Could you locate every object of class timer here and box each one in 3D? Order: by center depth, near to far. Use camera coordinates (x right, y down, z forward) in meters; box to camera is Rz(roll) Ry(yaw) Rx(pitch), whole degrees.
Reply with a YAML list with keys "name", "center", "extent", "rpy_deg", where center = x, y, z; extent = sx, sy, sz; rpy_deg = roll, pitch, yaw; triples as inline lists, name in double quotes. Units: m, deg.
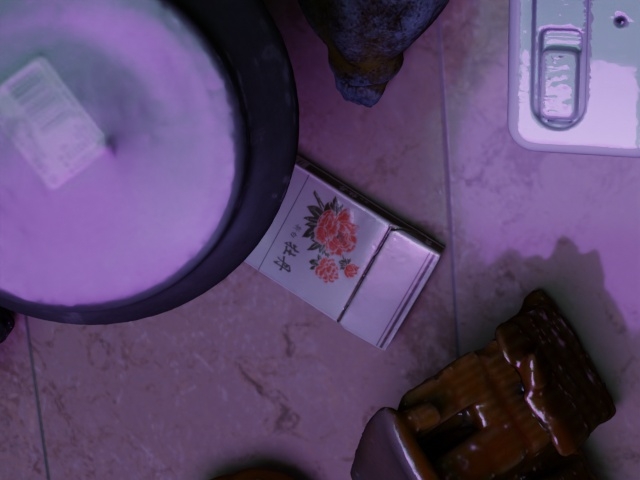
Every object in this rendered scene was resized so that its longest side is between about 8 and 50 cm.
- name: "timer"
  center: [0.248, -0.173, 1.117]
  extent: [0.194, 0.195, 0.192]
  rpy_deg: [5, 108, 20]

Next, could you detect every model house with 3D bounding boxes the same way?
- name: "model house"
  center: [0.156, 0.181, 1.274]
  extent: [0.229, 0.219, 0.199]
  rpy_deg: [-35, 83, -18]

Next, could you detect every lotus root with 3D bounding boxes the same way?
- name: "lotus root"
  center: [0.047, -0.248, 1.200]
  extent: [0.158, 0.140, 0.322]
  rpy_deg: [18, 115, 14]

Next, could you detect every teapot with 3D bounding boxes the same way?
- name: "teapot"
  center: [-0.186, -0.147, 1.182]
  extent: [0.305, 0.362, 0.376]
  rpy_deg: [-34, 104, 11]

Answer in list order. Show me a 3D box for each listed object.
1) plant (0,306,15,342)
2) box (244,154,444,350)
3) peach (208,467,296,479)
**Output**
- name: "plant"
  center: [-0.413, 0.038, 1.455]
  extent: [0.256, 0.164, 0.142]
  rpy_deg: [35, 120, -10]
- name: "box"
  center: [0.000, 0.000, 1.357]
  extent: [0.198, 0.029, 0.109]
  rpy_deg: [33, 115, 9]
- name: "peach"
  center: [-0.065, 0.278, 1.417]
  extent: [0.138, 0.138, 0.138]
  rpy_deg: [6, 109, 18]
